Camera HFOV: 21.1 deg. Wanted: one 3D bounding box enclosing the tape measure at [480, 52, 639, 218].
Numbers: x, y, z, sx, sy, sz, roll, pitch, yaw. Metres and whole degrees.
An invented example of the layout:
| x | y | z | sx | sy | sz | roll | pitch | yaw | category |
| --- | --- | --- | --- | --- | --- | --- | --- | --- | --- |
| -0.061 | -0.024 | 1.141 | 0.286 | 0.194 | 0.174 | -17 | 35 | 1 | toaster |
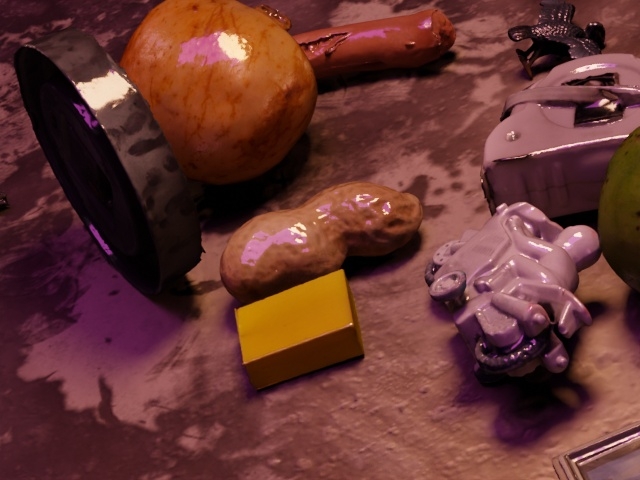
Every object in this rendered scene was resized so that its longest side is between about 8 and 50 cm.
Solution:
| x | y | z | sx | sy | sz | roll | pitch | yaw | category |
| --- | --- | --- | --- | --- | --- | --- | --- | --- | --- |
| 0.287 | -0.114 | 1.787 | 0.236 | 0.120 | 0.197 | -9 | 36 | 12 | tape measure |

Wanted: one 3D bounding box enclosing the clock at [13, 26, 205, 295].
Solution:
| x | y | z | sx | sy | sz | roll | pitch | yaw | category |
| --- | --- | --- | --- | --- | --- | --- | --- | --- | --- |
| -0.231 | -0.086 | 1.881 | 0.061 | 0.313 | 0.312 | -29 | 36 | -19 | clock |

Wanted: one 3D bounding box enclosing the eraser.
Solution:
| x | y | z | sx | sy | sz | roll | pitch | yaw | category |
| --- | --- | --- | --- | --- | --- | --- | --- | --- | --- |
| -0.022 | 0.091 | 1.756 | 0.122 | 0.045 | 0.097 | -19 | 37 | 7 | eraser |

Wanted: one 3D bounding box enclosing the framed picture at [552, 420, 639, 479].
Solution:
| x | y | z | sx | sy | sz | roll | pitch | yaw | category |
| --- | --- | --- | --- | --- | --- | --- | --- | --- | --- |
| 0.361 | 0.195 | 1.432 | 0.296 | 0.019 | 0.232 | -23 | 36 | 1 | framed picture |

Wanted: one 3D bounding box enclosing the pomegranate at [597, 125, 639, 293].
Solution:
| x | y | z | sx | sy | sz | roll | pitch | yaw | category |
| --- | --- | --- | --- | --- | --- | --- | --- | --- | --- |
| 0.367 | -0.019 | 1.587 | 0.224 | 0.181 | 0.181 | 21 | 51 | 15 | pomegranate |

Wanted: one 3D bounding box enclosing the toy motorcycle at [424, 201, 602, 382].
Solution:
| x | y | z | sx | sy | sz | roll | pitch | yaw | category |
| --- | --- | --- | --- | --- | --- | --- | --- | --- | --- |
| 0.191 | 0.037 | 1.643 | 0.171 | 0.110 | 0.260 | -31 | 24 | 2 | toy motorcycle |

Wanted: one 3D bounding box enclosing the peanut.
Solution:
| x | y | z | sx | sy | sz | roll | pitch | yaw | category |
| --- | --- | --- | --- | --- | --- | --- | --- | --- | --- |
| 0.000 | -0.001 | 1.829 | 0.228 | 0.086 | 0.104 | -24 | 45 | -3 | peanut |

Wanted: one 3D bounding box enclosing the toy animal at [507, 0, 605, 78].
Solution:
| x | y | z | sx | sy | sz | roll | pitch | yaw | category |
| --- | --- | --- | --- | --- | --- | --- | --- | --- | --- |
| 0.275 | -0.234 | 1.990 | 0.108 | 0.062 | 0.220 | -19 | 30 | 8 | toy animal |

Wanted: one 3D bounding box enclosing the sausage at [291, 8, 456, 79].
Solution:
| x | y | z | sx | sy | sz | roll | pitch | yaw | category |
| --- | --- | --- | --- | --- | --- | --- | --- | --- | --- |
| 0.019 | -0.228 | 2.115 | 0.304 | 0.078 | 0.078 | -10 | 38 | 18 | sausage |

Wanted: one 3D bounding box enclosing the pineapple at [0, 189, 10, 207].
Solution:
| x | y | z | sx | sy | sz | roll | pitch | yaw | category |
| --- | --- | --- | --- | --- | --- | --- | --- | --- | --- |
| -0.441 | -0.029 | 2.148 | 0.058 | 0.058 | 0.124 | 17 | 40 | 42 | pineapple |

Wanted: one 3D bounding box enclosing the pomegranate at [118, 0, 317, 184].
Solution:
| x | y | z | sx | sy | sz | roll | pitch | yaw | category |
| --- | --- | --- | --- | --- | --- | --- | --- | --- | --- |
| -0.119 | -0.179 | 2.005 | 0.248 | 0.248 | 0.248 | -15 | 37 | 12 | pomegranate |
